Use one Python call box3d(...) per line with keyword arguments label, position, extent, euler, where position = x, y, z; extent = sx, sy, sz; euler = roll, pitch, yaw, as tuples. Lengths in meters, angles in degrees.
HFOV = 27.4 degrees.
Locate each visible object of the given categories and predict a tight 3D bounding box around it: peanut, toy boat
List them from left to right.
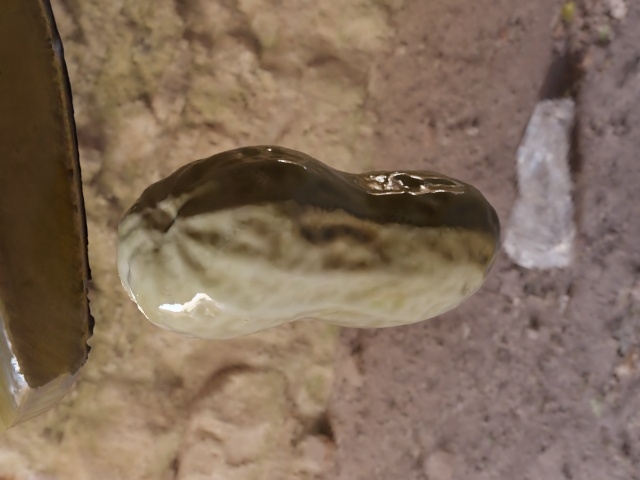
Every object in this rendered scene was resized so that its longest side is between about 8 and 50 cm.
box3d(label="toy boat", position=(-0.214, -0.035, 0.811), extent=(0.121, 0.089, 0.321), euler=(9, 112, 41))
box3d(label="peanut", position=(0.000, 0.000, 0.834), extent=(0.123, 0.257, 0.123), euler=(178, 90, -72))
